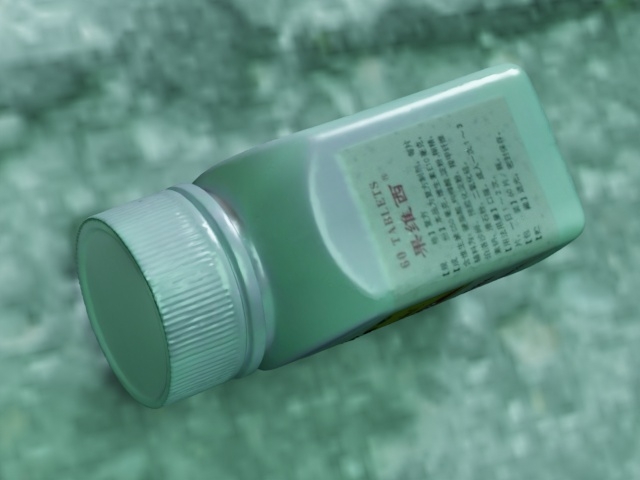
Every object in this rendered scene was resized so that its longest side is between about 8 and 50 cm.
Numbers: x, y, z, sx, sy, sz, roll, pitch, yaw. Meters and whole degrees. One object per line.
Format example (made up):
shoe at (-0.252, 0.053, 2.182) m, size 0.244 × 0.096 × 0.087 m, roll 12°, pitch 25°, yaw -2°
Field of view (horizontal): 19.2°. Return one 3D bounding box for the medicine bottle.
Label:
medicine bottle at (0.000, 0.000, 0.495) m, size 0.118 × 0.074 × 0.055 m, roll -20°, pitch 87°, yaw -27°
